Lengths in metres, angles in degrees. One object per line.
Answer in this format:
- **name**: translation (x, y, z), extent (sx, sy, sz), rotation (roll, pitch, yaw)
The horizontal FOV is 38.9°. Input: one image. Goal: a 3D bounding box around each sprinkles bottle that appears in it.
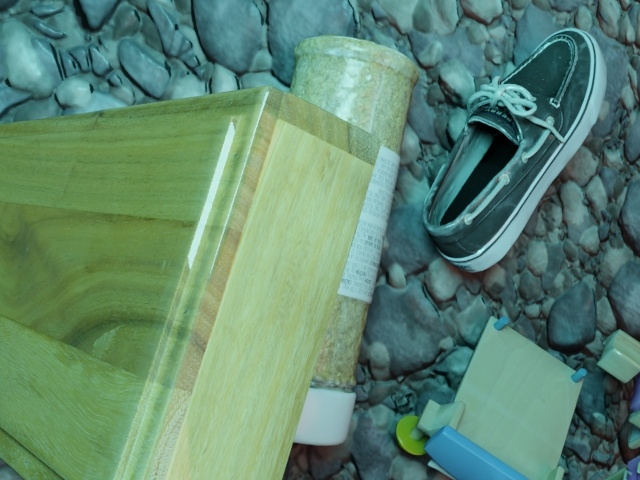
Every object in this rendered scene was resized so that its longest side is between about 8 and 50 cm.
- **sprinkles bottle**: translation (0.000, 0.000, 0.826), extent (0.121, 0.121, 0.355), rotation (15, 85, -35)

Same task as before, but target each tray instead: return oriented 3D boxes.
- **tray**: translation (-0.145, 0.026, 0.546), extent (0.076, 0.411, 0.203), rotation (22, 81, -35)

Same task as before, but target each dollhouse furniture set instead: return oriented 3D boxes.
- **dollhouse furniture set**: translation (0.242, 0.220, 1.053), extent (0.303, 0.198, 0.286), rotation (33, 48, -1)

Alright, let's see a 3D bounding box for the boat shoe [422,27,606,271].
- **boat shoe**: translation (0.201, -0.119, 0.968), extent (0.306, 0.113, 0.105), rotation (-55, 135, -9)
